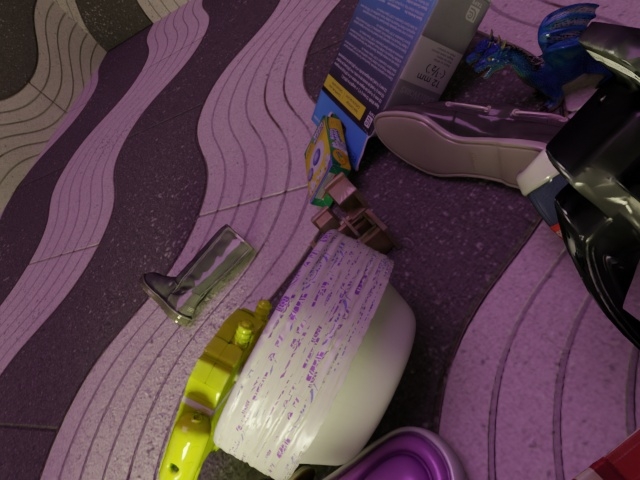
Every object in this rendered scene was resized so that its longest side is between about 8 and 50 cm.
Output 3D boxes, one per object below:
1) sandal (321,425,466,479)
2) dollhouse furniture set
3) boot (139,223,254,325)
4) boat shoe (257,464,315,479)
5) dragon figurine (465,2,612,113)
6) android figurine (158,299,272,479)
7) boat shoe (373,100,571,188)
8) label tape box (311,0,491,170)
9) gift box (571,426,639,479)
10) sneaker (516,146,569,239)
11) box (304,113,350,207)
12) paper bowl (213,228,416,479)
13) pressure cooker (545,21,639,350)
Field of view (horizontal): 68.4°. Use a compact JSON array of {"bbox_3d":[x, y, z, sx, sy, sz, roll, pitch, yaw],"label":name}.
[{"bbox_3d":[-0.024,0.355,0.510,0.416,0.102,0.169,-47,41,-3],"label":"sandal"},{"bbox_3d":[0.000,0.000,0.733,0.182,0.161,0.101,-41,42,3],"label":"dollhouse furniture set"},{"bbox_3d":[-0.255,0.049,0.962,0.190,0.076,0.208,32,87,33],"label":"boot"},{"bbox_3d":[-0.073,0.331,0.603,0.152,0.056,0.049,-44,47,1],"label":"boat shoe"},{"bbox_3d":[0.366,-0.279,0.681,0.289,0.144,0.085,-15,50,29],"label":"dragon figurine"},{"bbox_3d":[-0.131,0.203,0.632,0.272,0.056,0.248,-66,-7,18],"label":"android figurine"},{"bbox_3d":[0.235,-0.158,0.729,0.095,0.112,0.335,-41,44,-23],"label":"boat shoe"},{"bbox_3d":[0.129,-0.333,0.911,0.347,0.115,0.249,-65,34,27],"label":"label tape box"},{"bbox_3d":[0.242,0.276,0.259,0.277,0.258,0.255,-26,39,-9],"label":"gift box"},{"bbox_3d":[0.410,-0.091,0.533,0.350,0.131,0.148,-26,78,2],"label":"sneaker"},{"bbox_3d":[0.009,-0.161,0.910,0.179,0.043,0.105,-95,27,-43],"label":"box"},{"bbox_3d":[0.009,0.140,0.560,0.148,0.284,0.284,27,72,6],"label":"paper bowl"},{"bbox_3d":[0.373,-0.052,0.264,0.420,0.376,0.369,-54,54,29],"label":"pressure cooker"}]
